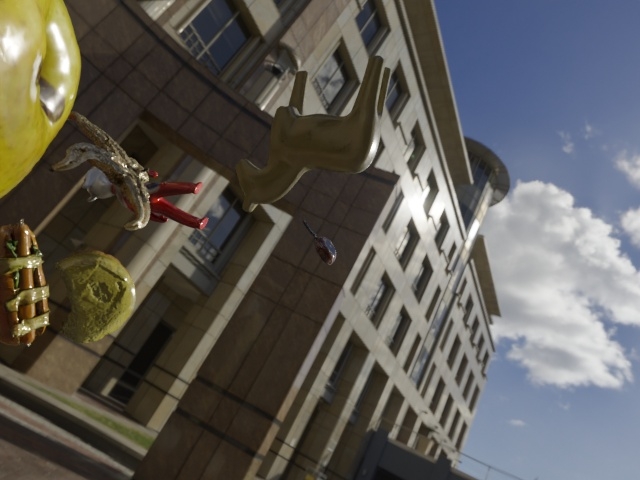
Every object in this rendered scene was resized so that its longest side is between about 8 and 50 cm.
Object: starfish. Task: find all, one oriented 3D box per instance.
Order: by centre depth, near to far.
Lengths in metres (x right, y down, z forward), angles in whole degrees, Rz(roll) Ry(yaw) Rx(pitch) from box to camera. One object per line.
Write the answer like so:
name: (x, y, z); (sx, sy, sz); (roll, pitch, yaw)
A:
starfish: (-0.301, -0.108, 0.651); (0.138, 0.050, 0.247); (39, 8, -37)

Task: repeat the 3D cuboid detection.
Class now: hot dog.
hot dog: (-0.602, 0.087, 0.911); (0.072, 0.269, 0.109); (6, 12, 15)

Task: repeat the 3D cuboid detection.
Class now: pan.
pan: (0.000, -0.001, 0.998); (0.023, 0.068, 0.115); (-32, -85, 22)

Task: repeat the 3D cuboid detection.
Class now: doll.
doll: (-0.520, -0.134, 1.327); (0.384, 0.099, 0.188); (12, -50, 7)

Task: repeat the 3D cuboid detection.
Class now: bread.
bread: (-0.384, 0.096, 0.788); (0.125, 0.156, 0.086); (-5, 9, -33)

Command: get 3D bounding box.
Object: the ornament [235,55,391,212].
ornament: (-0.023, -0.153, 0.697); (0.230, 0.244, 0.061); (10, -6, 26)

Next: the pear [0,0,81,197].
pear: (-0.394, -0.156, 0.292); (0.419, 0.362, 0.362); (4, -15, -23)
